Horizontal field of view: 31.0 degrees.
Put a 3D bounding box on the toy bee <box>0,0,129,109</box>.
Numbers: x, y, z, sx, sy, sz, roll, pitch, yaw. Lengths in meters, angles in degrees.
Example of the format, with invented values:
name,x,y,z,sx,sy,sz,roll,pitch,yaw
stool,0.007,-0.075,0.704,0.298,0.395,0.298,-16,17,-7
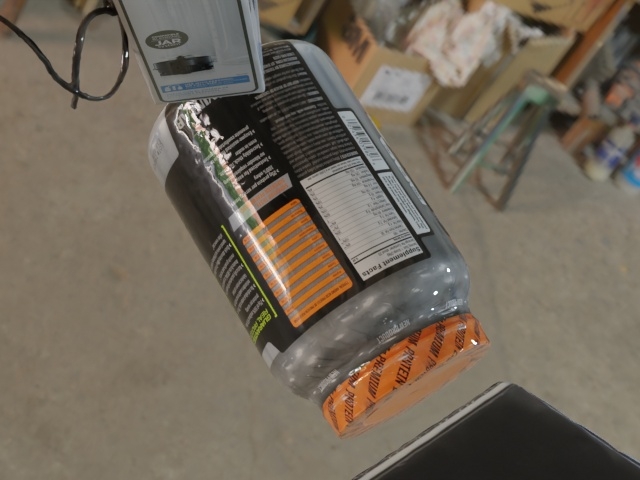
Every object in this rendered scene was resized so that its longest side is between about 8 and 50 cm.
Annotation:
name,x,y,z,sx,sy,sz,roll,pitch,yaw
toy bee,-0.259,-0.151,0.668,0.162,0.298,0.195,16,65,20

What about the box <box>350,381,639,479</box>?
name,x,y,z,sx,sy,sz,roll,pitch,yaw
box,0.012,0.401,0.550,0.297,0.472,0.480,34,37,29

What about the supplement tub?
name,x,y,z,sx,sy,sz,roll,pitch,yaw
supplement tub,0.000,0.000,1.005,0.193,0.193,0.316,-14,66,-45

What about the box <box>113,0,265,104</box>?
name,x,y,z,sx,sy,sz,roll,pitch,yaw
box,-0.097,-0.226,0.768,0.087,0.290,0.169,-6,72,1
